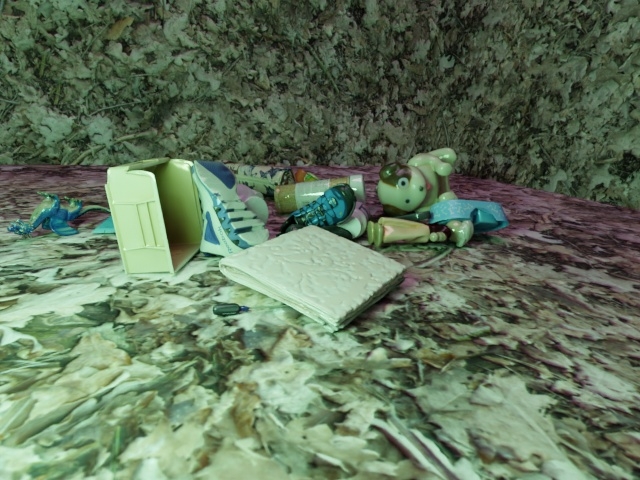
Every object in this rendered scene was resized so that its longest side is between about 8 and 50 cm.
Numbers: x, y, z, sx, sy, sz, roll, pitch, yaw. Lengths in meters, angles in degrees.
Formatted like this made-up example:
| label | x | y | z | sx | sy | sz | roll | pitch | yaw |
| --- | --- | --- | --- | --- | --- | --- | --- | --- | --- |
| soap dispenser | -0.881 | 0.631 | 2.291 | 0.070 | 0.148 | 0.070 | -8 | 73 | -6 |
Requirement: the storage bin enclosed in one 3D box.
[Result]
| label | x | y | z | sx | sy | sz | roll | pitch | yaw |
| --- | --- | --- | --- | --- | --- | --- | --- | --- | --- |
| storage bin | -0.411 | -0.075 | 1.101 | 0.123 | 0.260 | 0.262 | -4 | 16 | 4 |

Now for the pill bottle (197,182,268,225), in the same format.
| label | x | y | z | sx | sy | sz | roll | pitch | yaw |
| --- | --- | --- | --- | --- | --- | --- | --- | --- | --- |
| pill bottle | -0.324 | -0.103 | 1.357 | 0.323 | 0.182 | 0.181 | 15 | 20 | 36 |

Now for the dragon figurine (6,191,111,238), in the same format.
| label | x | y | z | sx | sy | sz | roll | pitch | yaw |
| --- | --- | --- | --- | --- | --- | --- | --- | --- | --- |
| dragon figurine | -0.792 | -0.064 | 1.299 | 0.085 | 0.144 | 0.289 | 11 | 0 | 25 |

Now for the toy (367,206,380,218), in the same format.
| label | x | y | z | sx | sy | sz | roll | pitch | yaw |
| --- | --- | --- | --- | --- | --- | --- | --- | --- | --- |
| toy | 0.155 | -0.102 | 1.666 | 0.136 | 0.056 | 0.237 | 5 | 9 | 14 |

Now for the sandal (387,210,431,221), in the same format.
| label | x | y | z | sx | sy | sz | roll | pitch | yaw |
| --- | --- | --- | --- | --- | --- | --- | --- | --- | --- |
| sandal | 0.296 | -0.063 | 1.516 | 0.097 | 0.055 | 0.254 | -12 | 3 | -17 |

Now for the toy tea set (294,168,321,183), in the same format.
| label | x | y | z | sx | sy | sz | roll | pitch | yaw |
| --- | --- | --- | --- | --- | --- | --- | --- | --- | --- |
| toy tea set | -0.038 | -0.244 | 2.086 | 0.200 | 0.124 | 0.336 | 32 | 2 | -24 |

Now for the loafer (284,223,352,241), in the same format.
| label | x | y | z | sx | sy | sz | roll | pitch | yaw |
| --- | --- | --- | --- | --- | --- | --- | --- | --- | --- |
| loafer | 0.000 | 0.000 | 1.285 | 0.223 | 0.076 | 0.078 | 2 | 51 | -28 |

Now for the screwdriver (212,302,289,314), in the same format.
| label | x | y | z | sx | sy | sz | roll | pitch | yaw |
| --- | --- | --- | --- | --- | --- | --- | --- | --- | --- |
| screwdriver | -0.133 | 0.139 | 0.863 | 0.169 | 0.025 | 0.024 | 5 | 13 | -25 |

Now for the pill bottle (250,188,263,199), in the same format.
| label | x | y | z | sx | sy | sz | roll | pitch | yaw |
| --- | --- | --- | --- | --- | --- | --- | --- | --- | --- |
| pill bottle | -0.318 | -0.185 | 1.828 | 0.137 | 0.078 | 0.078 | 14 | 19 | 32 |

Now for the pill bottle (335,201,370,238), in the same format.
| label | x | y | z | sx | sy | sz | roll | pitch | yaw |
| --- | --- | --- | --- | --- | --- | --- | --- | --- | --- |
| pill bottle | 0.108 | -0.066 | 1.445 | 0.108 | 0.108 | 0.180 | 7 | 17 | 12 |

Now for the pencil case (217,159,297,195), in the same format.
| label | x | y | z | sx | sy | sz | roll | pitch | yaw |
| --- | --- | --- | --- | --- | --- | --- | --- | --- | --- |
| pencil case | -0.323 | -0.295 | 2.056 | 0.410 | 0.160 | 0.183 | 10 | -3 | 21 |

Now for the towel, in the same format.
| label | x | y | z | sx | sy | sz | roll | pitch | yaw |
| --- | --- | --- | --- | --- | --- | --- | --- | --- | --- |
| towel | -0.004 | 0.067 | 0.973 | 0.317 | 0.053 | 0.332 | 24 | 27 | 28 |

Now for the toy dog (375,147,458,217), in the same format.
| label | x | y | z | sx | sy | sz | roll | pitch | yaw |
| --- | --- | --- | --- | --- | --- | --- | --- | --- | --- |
| toy dog | 0.391 | -0.250 | 1.841 | 0.395 | 0.285 | 0.408 | 11 | 20 | 27 |

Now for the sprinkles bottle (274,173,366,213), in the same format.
| label | x | y | z | sx | sy | sz | roll | pitch | yaw |
| --- | --- | --- | --- | --- | --- | --- | --- | --- | --- |
| sprinkles bottle | 0.000 | -0.182 | 1.687 | 0.355 | 0.121 | 0.121 | -6 | 14 | 11 |

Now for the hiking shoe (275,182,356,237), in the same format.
| label | x | y | z | sx | sy | sz | roll | pitch | yaw |
| --- | --- | --- | --- | --- | --- | --- | --- | --- | --- |
| hiking shoe | -0.009 | -0.071 | 1.317 | 0.132 | 0.113 | 0.304 | -30 | -3 | -42 |

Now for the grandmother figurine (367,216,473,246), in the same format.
| label | x | y | z | sx | sy | sz | roll | pitch | yaw |
| --- | --- | --- | --- | --- | --- | --- | --- | --- | --- |
| grandmother figurine | 0.335 | -0.027 | 1.367 | 0.342 | 0.104 | 0.208 | -2 | 17 | -12 |

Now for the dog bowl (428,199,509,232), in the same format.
| label | x | y | z | sx | sy | sz | roll | pitch | yaw |
| --- | --- | --- | --- | --- | --- | --- | --- | --- | --- |
| dog bowl | 0.515 | -0.084 | 1.496 | 0.297 | 0.074 | 0.166 | 3 | -15 | -19 |

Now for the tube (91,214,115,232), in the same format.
| label | x | y | z | sx | sy | sz | roll | pitch | yaw |
| --- | --- | --- | --- | --- | --- | --- | --- | --- | --- |
| tube | -0.672 | -0.065 | 1.407 | 0.080 | 0.052 | 0.207 | -6 | 22 | -1 |

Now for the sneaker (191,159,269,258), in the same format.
| label | x | y | z | sx | sy | sz | roll | pitch | yaw |
| --- | --- | --- | --- | --- | --- | --- | --- | --- | --- |
| sneaker | -0.281 | -0.057 | 1.151 | 0.127 | 0.182 | 0.315 | -4 | 53 | -49 |
